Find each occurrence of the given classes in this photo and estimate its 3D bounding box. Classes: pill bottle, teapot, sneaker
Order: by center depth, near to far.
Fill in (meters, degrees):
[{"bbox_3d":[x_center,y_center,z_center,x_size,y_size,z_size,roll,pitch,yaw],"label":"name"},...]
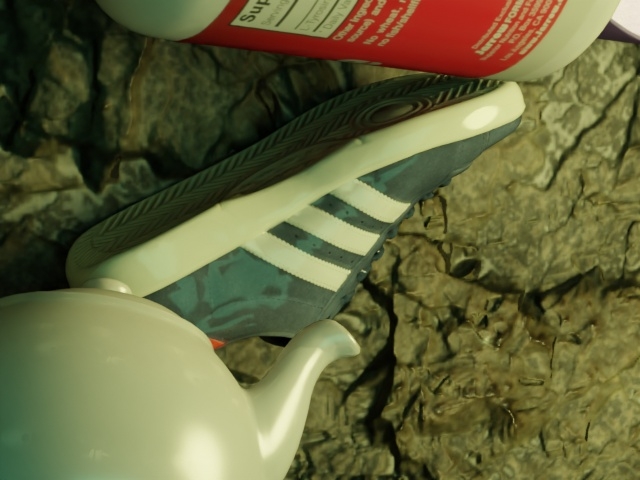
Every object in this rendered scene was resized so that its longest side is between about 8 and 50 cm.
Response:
[{"bbox_3d":[-0.151,0.110,1.006,0.256,0.252,0.187,26,55,-36],"label":"teapot"},{"bbox_3d":[-0.014,-0.231,1.035,0.407,0.229,0.229,4,99,-30],"label":"pill bottle"},{"bbox_3d":[0.000,0.000,1.160,0.350,0.131,0.148,-26,111,-11],"label":"sneaker"}]

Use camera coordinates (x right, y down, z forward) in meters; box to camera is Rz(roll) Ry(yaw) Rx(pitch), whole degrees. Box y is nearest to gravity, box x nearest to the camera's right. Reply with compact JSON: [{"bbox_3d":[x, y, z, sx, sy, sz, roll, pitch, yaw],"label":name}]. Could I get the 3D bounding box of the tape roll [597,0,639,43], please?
[{"bbox_3d":[0.262,-0.288,1.261,0.274,0.090,0.275,-6,103,-27],"label":"tape roll"}]
